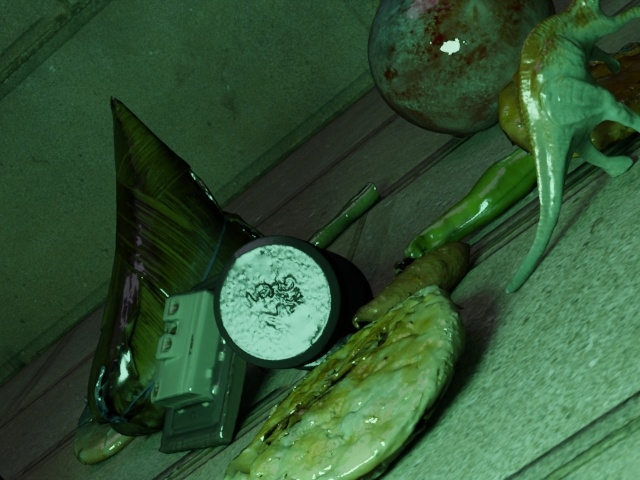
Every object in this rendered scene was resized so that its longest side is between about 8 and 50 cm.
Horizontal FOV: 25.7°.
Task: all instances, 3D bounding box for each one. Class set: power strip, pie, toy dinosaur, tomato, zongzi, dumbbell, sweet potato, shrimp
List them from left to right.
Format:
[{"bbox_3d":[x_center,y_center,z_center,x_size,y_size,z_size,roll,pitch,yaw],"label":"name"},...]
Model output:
[{"bbox_3d":[-0.338,0.282,2.374,0.178,0.075,0.289,-32,10,3],"label":"shrimp"},{"bbox_3d":[-0.296,0.047,2.185,0.403,0.432,0.208,-48,15,-27],"label":"zongzi"},{"bbox_3d":[-0.176,0.160,1.938,0.251,0.092,0.257,-19,57,56],"label":"power strip"},{"bbox_3d":[-0.028,0.077,1.659,0.152,0.152,0.218,-40,-13,6],"label":"dumbbell"},{"bbox_3d":[0.029,0.167,1.461,0.339,0.077,0.339,-40,11,9],"label":"pie"},{"bbox_3d":[0.114,0.056,1.652,0.206,0.060,0.068,-27,-32,-38],"label":"sweet potato"},{"bbox_3d":[0.232,-0.323,2.284,0.316,0.282,0.317,-39,23,20],"label":"tomato"},{"bbox_3d":[0.281,-0.122,1.531,0.393,0.205,0.092,-60,17,0],"label":"toy dinosaur"},{"bbox_3d":[0.337,-0.182,1.726,0.273,0.069,0.273,-17,24,8],"label":"pie"}]

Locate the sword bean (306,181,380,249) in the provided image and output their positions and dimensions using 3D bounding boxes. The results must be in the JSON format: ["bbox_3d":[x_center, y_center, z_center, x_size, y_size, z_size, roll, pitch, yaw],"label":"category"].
[{"bbox_3d":[0.000,0.001,2.410,0.269,0.038,0.043,-43,-15,-10],"label":"sword bean"}]

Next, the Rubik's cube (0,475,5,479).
[{"bbox_3d":[-0.644,0.438,2.070,0.344,0.337,0.344,-45,10,-24],"label":"Rubik's cube"}]

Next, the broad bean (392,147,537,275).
[{"bbox_3d":[0.210,-0.050,1.767,0.318,0.056,0.098,-42,9,-15],"label":"broad bean"}]

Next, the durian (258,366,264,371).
[{"bbox_3d":[-0.046,0.092,1.946,0.186,0.119,0.108,-39,6,5],"label":"durian"}]
